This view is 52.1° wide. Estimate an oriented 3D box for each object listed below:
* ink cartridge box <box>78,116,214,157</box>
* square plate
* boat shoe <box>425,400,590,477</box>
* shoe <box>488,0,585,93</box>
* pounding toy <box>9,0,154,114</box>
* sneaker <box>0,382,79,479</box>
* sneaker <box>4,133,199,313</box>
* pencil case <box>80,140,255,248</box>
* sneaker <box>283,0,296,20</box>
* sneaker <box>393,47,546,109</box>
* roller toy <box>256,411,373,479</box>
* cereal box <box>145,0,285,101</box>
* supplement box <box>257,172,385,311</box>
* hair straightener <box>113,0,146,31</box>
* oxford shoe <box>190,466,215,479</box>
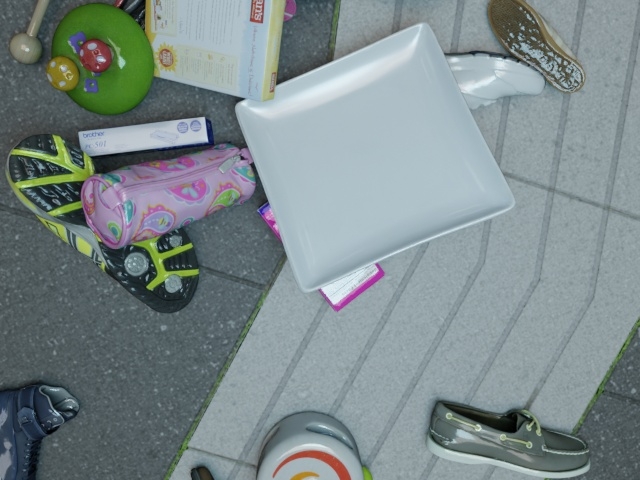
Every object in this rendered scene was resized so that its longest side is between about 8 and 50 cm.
[{"bbox_3d":[-0.290,-0.173,1.110,0.206,0.097,0.046,-8,96,-3],"label":"ink cartridge box"},{"bbox_3d":[0.075,-0.132,1.032,0.347,0.049,0.344,-22,73,5],"label":"square plate"},{"bbox_3d":[0.350,0.360,1.200,0.304,0.109,0.091,8,101,0],"label":"boat shoe"},{"bbox_3d":[0.379,-0.346,1.153,0.219,0.058,0.076,46,123,-3],"label":"shoe"},{"bbox_3d":[-0.397,-0.303,1.058,0.236,0.110,0.183,35,113,-2],"label":"pounding toy"},{"bbox_3d":[-0.502,0.365,1.165,0.163,0.086,0.227,-15,96,1],"label":"sneaker"},{"bbox_3d":[-0.359,-0.027,1.114,0.385,0.147,0.145,50,66,-24],"label":"sneaker"},{"bbox_3d":[-0.231,-0.081,1.044,0.284,0.124,0.124,-24,100,-43],"label":"pencil case"},{"bbox_3d":[-0.118,-0.432,1.109,0.170,0.075,0.063,18,122,-25],"label":"sneaker"},{"bbox_3d":[0.237,-0.266,1.137,0.296,0.111,0.130,4,106,4],"label":"sneaker"},{"bbox_3d":[-0.022,0.419,1.167,0.209,0.146,0.191,-21,97,0],"label":"roller toy"},{"bbox_3d":[-0.176,-0.333,1.054,0.240,0.047,0.173,18,114,21],"label":"cereal box"},{"bbox_3d":[0.000,0.000,1.139,0.113,0.111,0.220,-36,98,0],"label":"supplement box"},{"bbox_3d":[-0.297,-0.403,1.109,0.089,0.047,0.230,39,93,-6],"label":"hair straightener"},{"bbox_3d":[-0.154,0.497,1.213,0.096,0.083,0.227,-40,98,-18],"label":"oxford shoe"}]
